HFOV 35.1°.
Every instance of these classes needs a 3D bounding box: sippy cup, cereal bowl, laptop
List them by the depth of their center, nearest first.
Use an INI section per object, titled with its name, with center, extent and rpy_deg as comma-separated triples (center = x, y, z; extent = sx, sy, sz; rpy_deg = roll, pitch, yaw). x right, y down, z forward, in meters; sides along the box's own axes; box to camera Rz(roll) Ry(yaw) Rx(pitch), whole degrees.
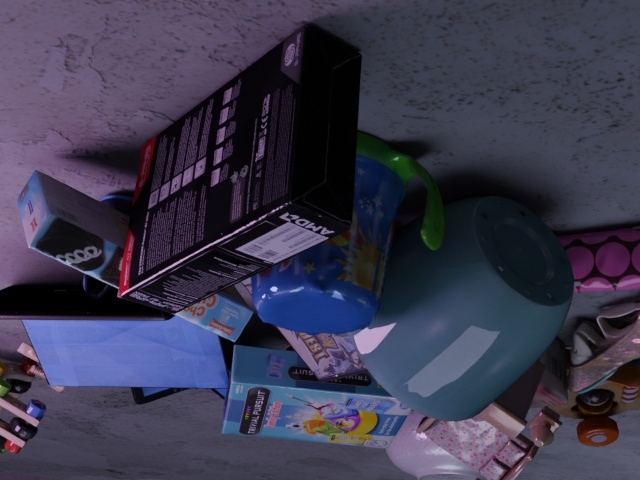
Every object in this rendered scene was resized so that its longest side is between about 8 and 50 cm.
[sippy cup]
center = 0.000, 0.000, 1.362
extent = 0.240, 0.224, 0.305
rpy_deg = 14, 152, -23
[laptop]
center = -0.392, 0.202, 1.805
extent = 0.382, 0.236, 0.408
rpy_deg = -1, -173, 8
[cereal bowl]
center = 0.325, 0.535, 2.548
extent = 0.339, 0.141, 0.339
rpy_deg = 3, 156, 2

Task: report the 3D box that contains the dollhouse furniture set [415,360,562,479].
[dollhouse furniture set]
center = 0.241, 0.346, 1.845
extent = 0.303, 0.174, 0.355
rpy_deg = 35, 127, 5

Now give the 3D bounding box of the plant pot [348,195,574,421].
[plant pot]
center = 0.215, 0.076, 1.442
extent = 0.293, 0.293, 0.235
rpy_deg = 19, 137, -29

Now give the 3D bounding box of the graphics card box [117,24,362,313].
[graphics card box]
center = -0.104, -0.071, 1.214
extent = 0.094, 0.232, 0.371
rpy_deg = 22, 148, -31

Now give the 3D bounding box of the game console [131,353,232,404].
[game console]
center = -0.257, 0.322, 2.114
extent = 0.250, 0.173, 0.293
rpy_deg = -18, 157, -13

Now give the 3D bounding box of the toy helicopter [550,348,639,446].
[toy helicopter]
center = 0.612, 0.266, 2.000
extent = 0.355, 0.140, 0.235
rpy_deg = -26, 134, 29

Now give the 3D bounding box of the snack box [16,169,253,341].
[snack box]
center = -0.260, 0.022, 1.418
extent = 0.322, 0.060, 0.187
rpy_deg = 29, -171, -28

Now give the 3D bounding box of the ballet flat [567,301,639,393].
[ballet flat]
center = 0.525, 0.178, 1.825
extent = 0.106, 0.107, 0.316
rpy_deg = 42, 140, -1

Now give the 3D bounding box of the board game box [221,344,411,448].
[board game box]
center = -0.009, 0.301, 1.909
extent = 0.336, 0.079, 0.254
rpy_deg = 6, 148, -6

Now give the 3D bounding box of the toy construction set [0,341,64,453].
[toy construction set]
center = -0.685, 0.290, 2.117
extent = 0.237, 0.257, 0.309
rpy_deg = 35, 121, -28

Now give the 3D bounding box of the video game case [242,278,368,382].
[video game case]
center = 0.020, 0.109, 1.657
extent = 0.248, 0.035, 0.275
rpy_deg = -19, 116, 39

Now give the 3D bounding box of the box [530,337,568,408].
[box]
center = 0.344, 0.254, 1.964
extent = 0.232, 0.126, 0.149
rpy_deg = -14, 150, 32

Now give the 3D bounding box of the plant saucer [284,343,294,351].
[plant saucer]
center = 0.026, 0.217, 2.034
extent = 0.199, 0.036, 0.198
rpy_deg = 3, 155, 2

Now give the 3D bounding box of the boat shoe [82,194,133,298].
[boat shoe]
center = -0.322, 0.018, 1.596
extent = 0.109, 0.089, 0.258
rpy_deg = 10, 151, -10

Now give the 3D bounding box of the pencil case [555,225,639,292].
[pencil case]
center = 0.423, 0.027, 1.521
extent = 0.209, 0.098, 0.095
rpy_deg = -7, -163, 21
